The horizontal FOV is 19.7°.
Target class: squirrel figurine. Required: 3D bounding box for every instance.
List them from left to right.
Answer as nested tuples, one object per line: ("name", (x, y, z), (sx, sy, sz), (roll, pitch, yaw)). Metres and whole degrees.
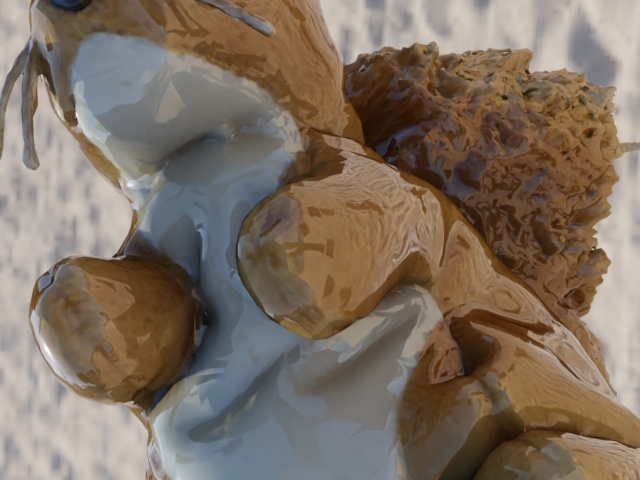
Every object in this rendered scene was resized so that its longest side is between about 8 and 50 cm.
("squirrel figurine", (0.000, 0.000, 0.937), (0.281, 0.397, 0.370), (-31, 79, 28))
